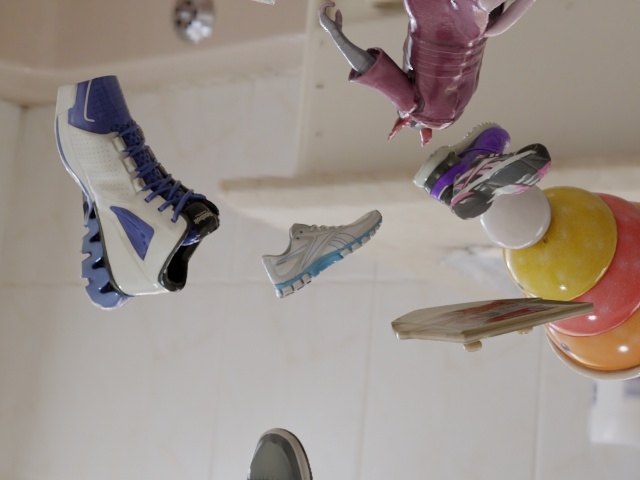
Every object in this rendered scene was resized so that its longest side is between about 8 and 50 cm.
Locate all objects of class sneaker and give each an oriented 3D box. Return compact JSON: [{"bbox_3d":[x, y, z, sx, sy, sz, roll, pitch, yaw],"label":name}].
[{"bbox_3d":[0.295,-0.118,2.362,0.146,0.102,0.293,41,-142,15],"label":"sneaker"},{"bbox_3d":[-0.225,-0.064,1.681,0.182,0.316,0.127,-2,-165,24],"label":"sneaker"},{"bbox_3d":[-0.105,0.437,1.909,0.123,0.296,0.178,7,-174,27],"label":"sneaker"},{"bbox_3d":[0.264,-0.108,1.949,0.178,0.077,0.072,-29,137,31],"label":"sneaker"},{"bbox_3d":[0.000,0.000,1.837,0.190,0.083,0.071,-33,-178,-8],"label":"sneaker"}]

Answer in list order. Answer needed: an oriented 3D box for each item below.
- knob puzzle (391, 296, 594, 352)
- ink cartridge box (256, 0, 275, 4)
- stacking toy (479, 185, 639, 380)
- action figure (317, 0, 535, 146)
[{"bbox_3d":[0.161,0.091,1.354,0.213,0.030,0.213,-8,-175,1],"label":"knob puzzle"},{"bbox_3d":[-0.080,-0.397,1.817,0.062,0.115,0.029,3,-162,-46],"label":"ink cartridge box"},{"bbox_3d":[0.429,0.013,2.235,0.350,0.351,0.480,-5,153,45],"label":"stacking toy"},{"bbox_3d":[0.164,-0.247,1.524,0.248,0.370,0.275,-26,-128,-31],"label":"action figure"}]
